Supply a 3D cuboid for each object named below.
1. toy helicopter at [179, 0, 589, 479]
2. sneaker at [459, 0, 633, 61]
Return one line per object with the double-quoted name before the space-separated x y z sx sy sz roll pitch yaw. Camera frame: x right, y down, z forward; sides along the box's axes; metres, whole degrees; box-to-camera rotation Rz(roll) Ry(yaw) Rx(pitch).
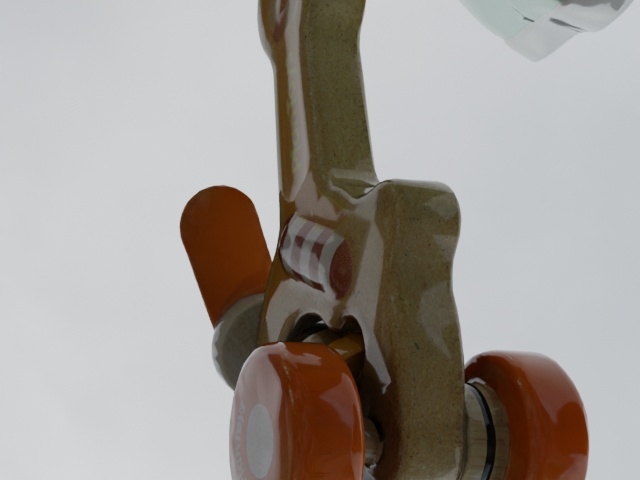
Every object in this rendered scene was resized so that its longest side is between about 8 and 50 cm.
"toy helicopter" 0.000 0.000 0.594 0.235 0.140 0.355 141 -51 -60
"sneaker" 0.060 -0.150 0.421 0.151 0.256 0.094 33 -96 -2
